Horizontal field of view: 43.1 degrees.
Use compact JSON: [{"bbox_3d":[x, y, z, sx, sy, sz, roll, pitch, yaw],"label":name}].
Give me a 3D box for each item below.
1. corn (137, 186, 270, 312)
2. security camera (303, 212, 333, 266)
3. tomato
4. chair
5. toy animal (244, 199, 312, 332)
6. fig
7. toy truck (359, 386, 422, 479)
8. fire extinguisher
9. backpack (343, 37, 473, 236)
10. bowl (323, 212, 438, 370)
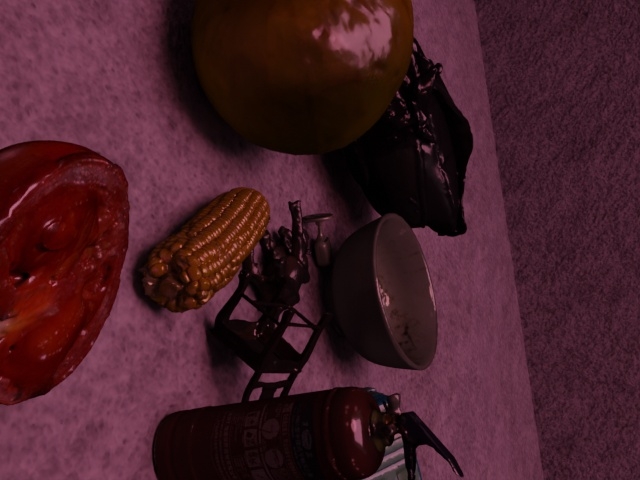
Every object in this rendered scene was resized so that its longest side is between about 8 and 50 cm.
[{"bbox_3d":[-0.136,0.002,1.063,0.292,0.101,0.101,-54,128,-64],"label":"corn"},{"bbox_3d":[0.000,0.000,1.439,0.058,0.058,0.092,-31,119,-66],"label":"security camera"},{"bbox_3d":[-0.269,0.012,0.697,0.200,0.139,0.233,-45,154,-55],"label":"tomato"},{"bbox_3d":[-0.090,0.168,1.086,0.106,0.113,0.229,15,106,-55],"label":"chair"},{"bbox_3d":[-0.053,0.040,1.242,0.233,0.084,0.148,-79,149,-50],"label":"toy animal"},{"bbox_3d":[-0.027,-0.274,1.192,0.343,0.343,0.343,43,41,-53],"label":"fig"},{"bbox_3d":[0.067,0.367,1.197,0.155,0.156,0.279,-17,94,-30],"label":"toy truck"},{"bbox_3d":[-0.015,0.237,0.895,0.102,0.344,0.138,14,66,-64],"label":"fire extinguisher"},{"bbox_3d":[0.157,-0.208,1.583,0.363,0.255,0.446,-107,176,-67],"label":"backpack"},{"bbox_3d":[0.097,0.103,1.472,0.289,0.146,0.289,39,44,-53],"label":"bowl"}]
